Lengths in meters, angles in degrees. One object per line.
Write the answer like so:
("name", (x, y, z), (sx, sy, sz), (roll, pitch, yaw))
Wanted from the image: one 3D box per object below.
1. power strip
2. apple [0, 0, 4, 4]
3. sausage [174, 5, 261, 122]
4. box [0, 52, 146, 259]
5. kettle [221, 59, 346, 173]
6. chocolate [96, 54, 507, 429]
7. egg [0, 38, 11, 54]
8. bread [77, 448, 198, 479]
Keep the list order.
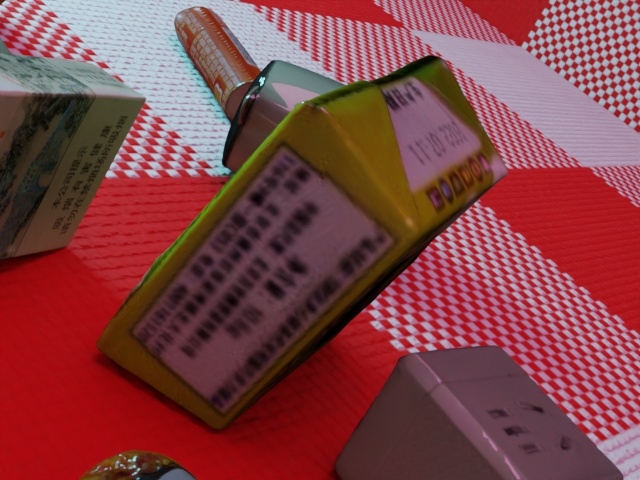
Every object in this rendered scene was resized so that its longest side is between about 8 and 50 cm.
("power strip", (0.142, 0.208, 0.879), (0.140, 0.139, 0.224), (3, 36, -46))
("apple", (-0.444, -0.347, 1.257), (0.209, 0.164, 0.209), (21, 27, -11))
("sausage", (-0.143, -0.258, 1.520), (0.074, 0.074, 0.274), (10, 32, -36))
("box", (-0.258, -0.065, 0.881), (0.069, 0.164, 0.256), (34, 15, 12))
("kettle", (0.014, -0.098, 1.321), (0.255, 0.165, 0.240), (24, -4, -3))
("chocolate", (0.000, 0.000, 0.941), (0.137, 0.301, 0.289), (46, 28, 7))
("egg", (-0.360, -0.123, 0.924), (0.168, 0.168, 0.231), (39, 31, 19))
("bread", (-0.079, 0.244, 0.649), (0.139, 0.095, 0.269), (-4, 55, -47))
